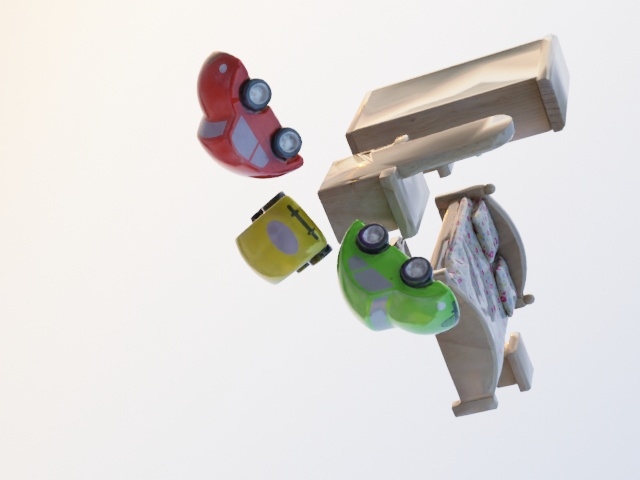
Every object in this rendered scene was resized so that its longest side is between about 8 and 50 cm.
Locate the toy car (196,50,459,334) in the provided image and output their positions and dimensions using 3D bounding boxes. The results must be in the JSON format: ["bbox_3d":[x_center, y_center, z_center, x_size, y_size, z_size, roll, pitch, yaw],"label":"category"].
[{"bbox_3d":[0.000,0.000,0.845,0.053,0.239,0.225,-42,-121,-18],"label":"toy car"}]

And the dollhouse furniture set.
[{"bbox_3d":[0.168,0.031,1.029,0.174,0.355,0.303,-15,-158,21],"label":"dollhouse furniture set"}]
